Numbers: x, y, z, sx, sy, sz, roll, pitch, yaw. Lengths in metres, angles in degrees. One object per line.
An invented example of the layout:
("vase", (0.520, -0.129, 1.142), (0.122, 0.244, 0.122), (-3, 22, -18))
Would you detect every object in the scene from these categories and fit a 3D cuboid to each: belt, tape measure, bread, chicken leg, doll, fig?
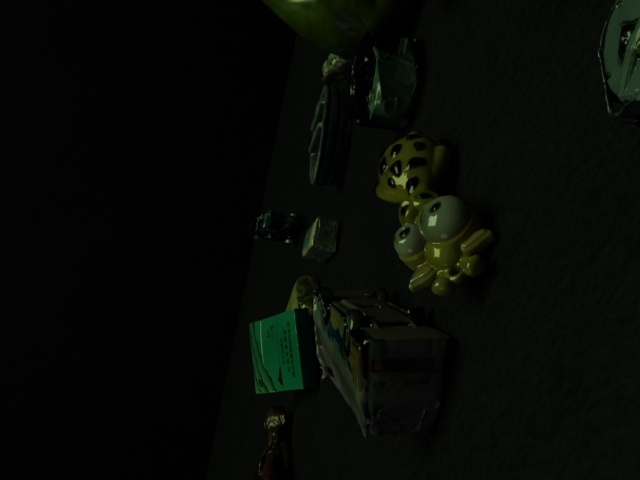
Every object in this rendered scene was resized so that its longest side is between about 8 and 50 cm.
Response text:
("belt", (0.105, -0.266, 1.042), (0.198, 0.078, 0.151), (-98, 17, -45))
("tape measure", (0.224, -0.126, 0.408), (0.091, 0.054, 0.094), (165, 107, -79))
("bread", (-0.051, 0.184, 1.397), (0.139, 0.060, 0.178), (-100, 25, -61))
("chicken leg", (-0.099, 0.470, 1.309), (0.113, 0.093, 0.304), (-49, 17, 31))
("doll", (0.122, -0.045, 0.740), (0.117, 0.086, 0.291), (-39, 30, 22))
("fig", (0.027, -0.477, 1.156), (0.233, 0.314, 0.233), (-53, -1, -1))

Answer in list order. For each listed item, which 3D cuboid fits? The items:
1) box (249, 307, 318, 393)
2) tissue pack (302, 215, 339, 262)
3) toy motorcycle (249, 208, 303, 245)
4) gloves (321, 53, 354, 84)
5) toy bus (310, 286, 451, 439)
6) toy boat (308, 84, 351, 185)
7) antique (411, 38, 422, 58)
("box", (-0.084, 0.238, 1.322), (0.226, 0.042, 0.160), (-26, 67, 57))
("tissue pack", (0.000, 0.000, 1.344), (0.094, 0.059, 0.074), (130, 152, -65))
("toy motorcycle", (-0.132, -0.039, 1.826), (0.254, 0.136, 0.092), (139, 141, -72))
("gloves", (0.050, -0.424, 1.492), (0.114, 0.070, 0.153), (-63, 8, -15))
("toy bus", (0.061, 0.140, 0.813), (0.317, 0.113, 0.137), (-156, 68, -79))
("toy boat", (0.018, -0.237, 1.460), (0.127, 0.078, 0.282), (119, 159, -53))
("antique", (0.138, -0.317, 1.115), (0.192, 0.015, 0.030), (-175, 97, -79))
